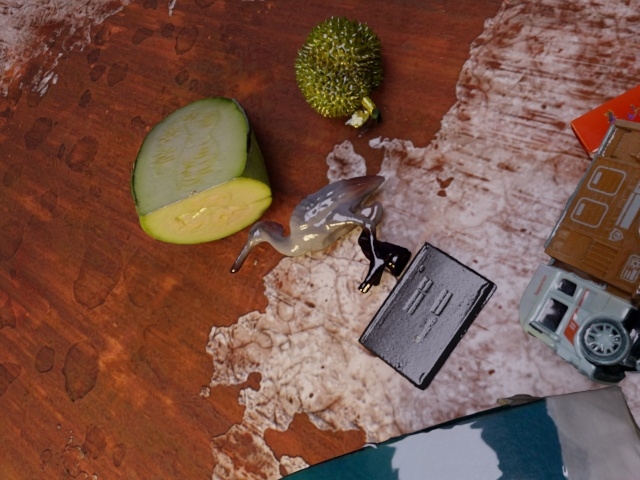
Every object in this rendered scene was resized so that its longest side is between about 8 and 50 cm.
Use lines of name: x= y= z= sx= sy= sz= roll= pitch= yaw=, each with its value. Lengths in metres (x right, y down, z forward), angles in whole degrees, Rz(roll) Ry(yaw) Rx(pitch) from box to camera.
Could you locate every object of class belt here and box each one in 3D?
belt: x=0.150 y=0.297 z=0.646 sx=0.437 sy=0.300 sz=0.173 roll=-28 pitch=63 yaw=18

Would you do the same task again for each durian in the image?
durian: x=0.026 y=-0.299 z=1.002 sx=0.159 sy=0.146 sz=0.198 roll=-1 pitch=70 yaw=30

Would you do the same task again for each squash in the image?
squash: x=-0.231 y=-0.173 z=1.063 sx=0.234 sy=0.210 sz=0.308 roll=-21 pitch=69 yaw=7

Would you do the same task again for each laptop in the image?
laptop: x=0.159 y=0.113 z=0.871 sx=0.135 sy=0.016 sz=0.197 roll=34 pitch=91 yaw=31

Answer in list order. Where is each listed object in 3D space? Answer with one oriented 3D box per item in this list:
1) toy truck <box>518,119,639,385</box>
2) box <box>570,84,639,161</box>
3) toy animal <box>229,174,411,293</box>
toy truck: x=0.367 y=0.013 z=0.699 sx=0.162 sy=0.136 sz=0.305 roll=33 pitch=99 yaw=45
box: x=0.461 y=-0.097 z=0.769 sx=0.139 sy=0.035 sz=0.245 roll=-28 pitch=64 yaw=20
toy animal: x=-0.007 y=-0.022 z=0.959 sx=0.324 sy=0.090 sz=0.195 roll=7 pitch=77 yaw=27
